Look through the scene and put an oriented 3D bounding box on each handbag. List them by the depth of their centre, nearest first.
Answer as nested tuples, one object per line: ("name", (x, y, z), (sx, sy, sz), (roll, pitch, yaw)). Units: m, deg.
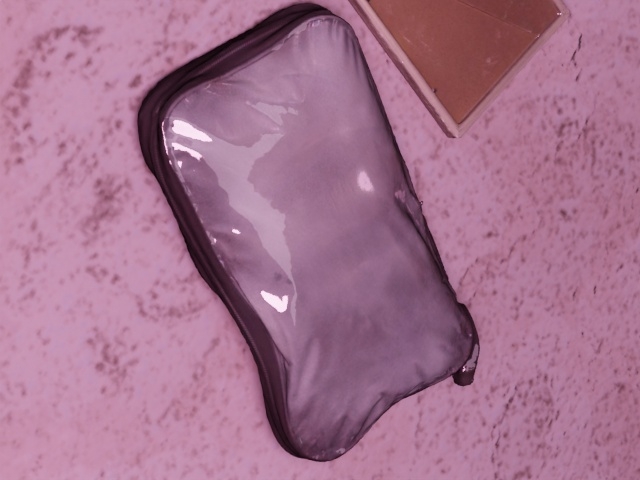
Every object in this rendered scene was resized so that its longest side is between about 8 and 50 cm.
("handbag", (0.001, 0.003, 1.297), (0.191, 0.075, 0.332), (-34, 111, -26))

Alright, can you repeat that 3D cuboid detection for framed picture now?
("framed picture", (0.095, -0.200, 1.350), (0.150, 0.015, 0.203), (-48, 119, -16))
